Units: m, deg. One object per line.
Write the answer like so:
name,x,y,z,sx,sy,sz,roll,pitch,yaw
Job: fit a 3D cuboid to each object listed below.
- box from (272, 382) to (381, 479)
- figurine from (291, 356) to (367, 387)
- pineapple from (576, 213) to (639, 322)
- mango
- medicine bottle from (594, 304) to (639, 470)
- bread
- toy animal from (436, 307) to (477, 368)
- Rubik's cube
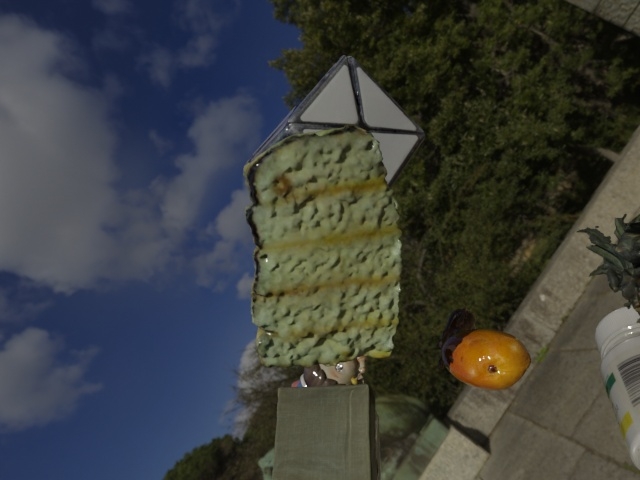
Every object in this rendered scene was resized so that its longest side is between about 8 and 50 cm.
box,0.017,0.357,0.750,0.149,0.155,0.231,72,-165,-50
figurine,0.039,0.299,1.205,0.158,0.161,0.276,16,-73,-43
pineapple,0.439,0.047,0.627,0.166,0.165,0.364,-60,8,20
mango,0.313,0.222,0.974,0.141,0.102,0.217,-30,0,-9
medicine bottle,0.723,0.310,1.050,0.340,0.208,0.208,-70,4,-56
bread,-0.001,-0.009,0.832,0.264,0.239,0.395,-100,6,-68
toy animal,0.366,0.245,1.257,0.229,0.066,0.224,-42,-41,-38
Rubik's cube,0.027,-0.197,1.096,0.255,0.260,0.259,-54,12,-29
